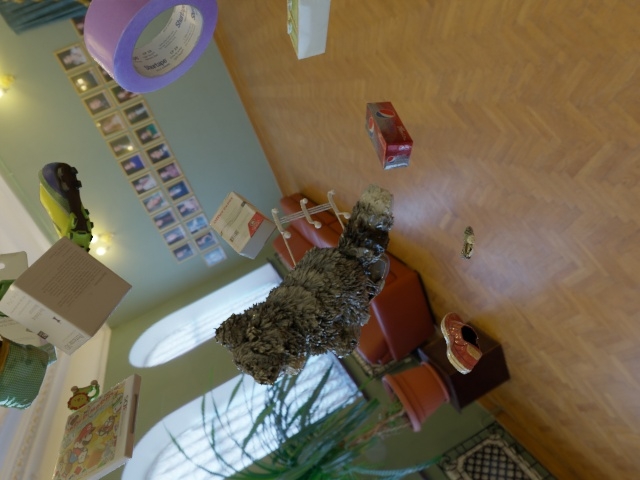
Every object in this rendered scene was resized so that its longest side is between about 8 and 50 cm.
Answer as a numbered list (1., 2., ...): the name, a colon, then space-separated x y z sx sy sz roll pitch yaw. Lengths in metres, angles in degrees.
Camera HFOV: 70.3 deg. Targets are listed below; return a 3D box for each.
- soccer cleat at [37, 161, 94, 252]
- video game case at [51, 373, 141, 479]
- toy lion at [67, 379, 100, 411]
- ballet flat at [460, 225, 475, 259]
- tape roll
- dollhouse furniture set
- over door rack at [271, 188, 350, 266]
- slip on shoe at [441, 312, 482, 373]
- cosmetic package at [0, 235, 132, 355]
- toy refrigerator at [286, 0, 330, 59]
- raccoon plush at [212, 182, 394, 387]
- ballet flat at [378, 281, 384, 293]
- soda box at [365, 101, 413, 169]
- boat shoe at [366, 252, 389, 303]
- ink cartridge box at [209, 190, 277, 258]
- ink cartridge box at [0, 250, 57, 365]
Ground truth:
1. soccer cleat: -0.735 -0.078 1.302 0.093 0.121 0.289 -25 -73 -69
2. video game case: -0.505 0.440 1.025 0.026 0.227 0.206 48 -166 -37
3. toy lion: -0.800 0.530 1.535 0.096 0.100 0.034 -125 28 -44
4. ballet flat: 0.483 0.011 1.470 0.041 0.041 0.114 -134 40 -57
5. tape roll: -0.349 -0.447 0.960 0.090 0.275 0.275 45 169 2
6. dollhouse furniture set: -0.707 0.264 1.127 0.197 0.151 0.302 57 -144 -62
7. over door rack: 0.000 0.000 1.542 0.108 0.239 0.324 125 125 -72
8. slip on shoe: 0.494 0.335 1.572 0.123 0.101 0.331 41 -162 -2
9. cosmetic package: -0.550 0.123 0.988 0.183 0.151 0.151 43 132 -17
10. toy refrigerator: -0.038 -0.607 1.204 0.269 0.094 0.102 107 145 -80
11. raccoon plush: -0.040 0.081 0.926 0.216 0.299 0.446 19 102 31
12. ballet flat: 0.152 0.192 1.588 0.188 0.070 0.070 -49 61 33
13. soda box: 0.207 -0.332 1.407 0.263 0.083 0.092 -102 9 -46
14. boat shoe: 0.139 0.118 1.228 0.066 0.066 0.183 -72 -1 -58
15. ink cartridge box: -0.180 -0.037 1.050 0.135 0.099 0.056 40 -173 35
16. ink cartridge box: -0.941 0.219 1.363 0.119 0.207 0.353 170 92 -77
